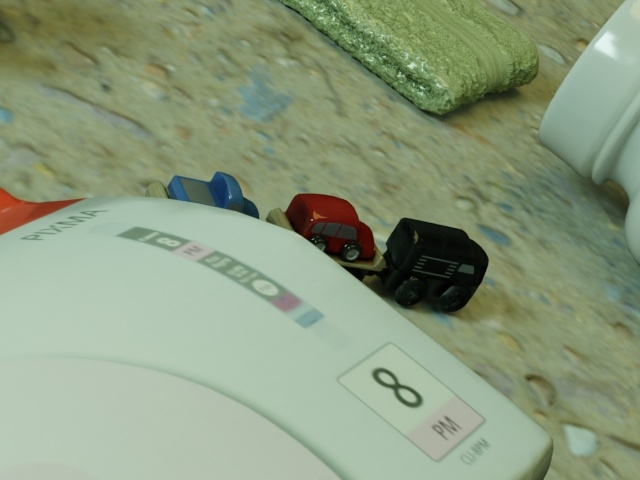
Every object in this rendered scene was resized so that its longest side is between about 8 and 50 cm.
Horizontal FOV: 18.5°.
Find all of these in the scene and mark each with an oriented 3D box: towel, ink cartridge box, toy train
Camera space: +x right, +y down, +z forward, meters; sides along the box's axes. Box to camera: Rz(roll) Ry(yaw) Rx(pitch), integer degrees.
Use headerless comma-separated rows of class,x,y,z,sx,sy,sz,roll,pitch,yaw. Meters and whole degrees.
towel,0.032,-0.119,0.974,0.148,0.027,0.110,41,32,17
ink cartridge box,-0.081,0.022,0.431,0.232,0.066,0.189,41,30,11
toy train,0.000,0.000,0.758,0.158,0.036,0.027,10,36,-32

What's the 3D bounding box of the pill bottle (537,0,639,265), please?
pill bottle,0.224,-0.011,0.877,0.245,0.136,0.136,39,31,12
